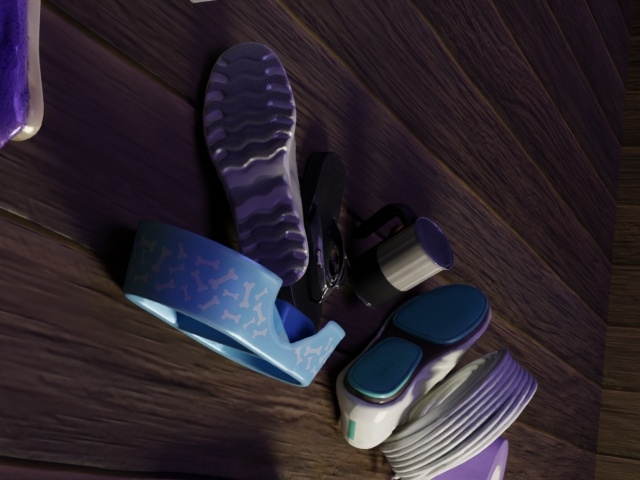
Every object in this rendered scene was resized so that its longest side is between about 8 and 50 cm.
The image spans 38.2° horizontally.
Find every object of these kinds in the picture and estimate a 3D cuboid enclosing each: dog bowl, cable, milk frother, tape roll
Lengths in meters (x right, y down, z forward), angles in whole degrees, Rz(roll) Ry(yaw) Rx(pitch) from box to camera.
[{"bbox_3d":[-0.092,0.076,0.975,0.297,0.166,0.074,44,65,-53],"label":"dog bowl"},{"bbox_3d":[0.208,0.267,1.423,0.257,0.257,0.089,-35,86,-34],"label":"cable"},{"bbox_3d":[0.089,0.025,1.311,0.129,0.135,0.143,55,31,0],"label":"milk frother"},{"bbox_3d":[0.238,0.457,1.573,0.275,0.090,0.275,15,90,-71],"label":"tape roll"}]

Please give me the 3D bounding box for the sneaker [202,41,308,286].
[{"bbox_3d":[-0.078,-0.087,1.083,0.115,0.105,0.281,-140,-135,-84],"label":"sneaker"}]

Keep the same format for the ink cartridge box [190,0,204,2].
[{"bbox_3d":[-0.080,-0.347,1.026,0.060,0.104,0.180,60,42,-43],"label":"ink cartridge box"}]

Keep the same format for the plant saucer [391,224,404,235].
[{"bbox_3d":[0.131,0.016,1.511,0.083,0.013,0.083,-4,94,-62],"label":"plant saucer"}]

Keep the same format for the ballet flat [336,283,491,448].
[{"bbox_3d":[0.140,0.192,1.445,0.400,0.139,0.139,-33,120,-51],"label":"ballet flat"}]

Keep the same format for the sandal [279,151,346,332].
[{"bbox_3d":[0.000,-0.001,1.232,0.097,0.054,0.254,32,64,-57],"label":"sandal"}]

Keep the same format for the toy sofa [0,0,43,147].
[{"bbox_3d":[-0.284,-0.236,0.593,0.150,0.177,0.362,10,84,-61],"label":"toy sofa"}]
